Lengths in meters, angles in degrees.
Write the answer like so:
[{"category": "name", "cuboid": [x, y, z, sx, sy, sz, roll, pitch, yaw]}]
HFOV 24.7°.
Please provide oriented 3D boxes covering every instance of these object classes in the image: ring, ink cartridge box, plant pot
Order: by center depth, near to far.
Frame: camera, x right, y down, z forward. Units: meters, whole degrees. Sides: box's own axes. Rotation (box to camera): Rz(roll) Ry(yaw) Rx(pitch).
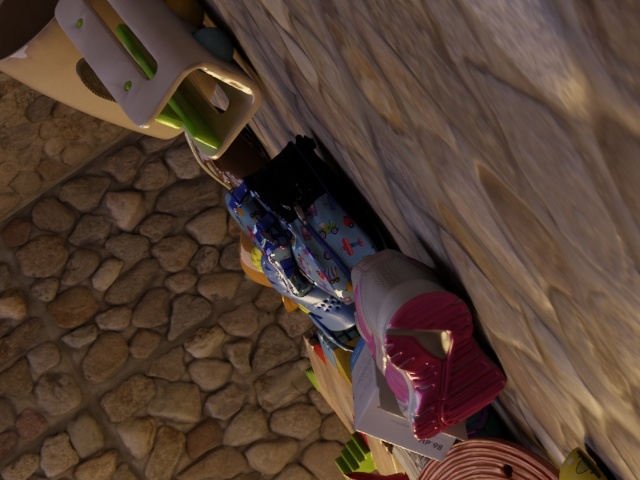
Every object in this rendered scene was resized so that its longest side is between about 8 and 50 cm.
[{"category": "ring", "cuboid": [0.204, 0.363, 1.496, 0.336, 0.032, 0.336, 21, 116, 50]}, {"category": "ink cartridge box", "cuboid": [0.091, 0.165, 1.540, 0.104, 0.060, 0.180, 22, -155, -11]}, {"category": "plant pot", "cuboid": [-0.286, -0.269, 2.045, 0.274, 0.256, 0.256, 39, -175, -30]}]

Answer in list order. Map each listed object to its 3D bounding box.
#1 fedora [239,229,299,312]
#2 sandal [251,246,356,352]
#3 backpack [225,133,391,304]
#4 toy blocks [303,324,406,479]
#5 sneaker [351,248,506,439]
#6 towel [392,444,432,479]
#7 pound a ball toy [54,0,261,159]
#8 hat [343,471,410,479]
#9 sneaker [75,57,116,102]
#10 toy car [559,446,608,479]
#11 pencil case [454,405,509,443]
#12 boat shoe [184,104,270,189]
[{"category": "fedora", "cuboid": [-0.065, 0.005, 2.028, 0.194, 0.079, 0.194, 0, -90, -76]}, {"category": "sandal", "cuboid": [0.016, 0.055, 1.882, 0.138, 0.126, 0.317, 50, -177, 28]}, {"category": "backpack", "cuboid": [0.000, 0.000, 1.542, 0.173, 0.117, 0.158, 50, 176, 23]}, {"category": "toy blocks", "cuboid": [0.081, 0.213, 2.197, 0.381, 0.191, 0.261, 50, 162, 44]}, {"category": "sneaker", "cuboid": [0.095, 0.090, 1.347, 0.111, 0.103, 0.252, 57, 172, 38]}, {"category": "towel", "cuboid": [0.144, 0.305, 1.741, 0.324, 0.056, 0.312, 63, 178, 20]}, {"category": "pound a ball toy", "cuboid": [-0.172, -0.236, 1.767, 0.208, 0.136, 0.319, 22, -158, -45]}, {"category": "hat", "cuboid": [0.182, 0.368, 1.946, 0.208, 0.183, 0.173, 51, 175, 48]}, {"category": "sneaker", "cuboid": [-0.252, -0.197, 1.812, 0.118, 0.042, 0.067, 29, -166, -22]}, {"category": "toy car", "cuboid": [0.245, 0.267, 1.263, 0.239, 0.053, 0.225, 56, 176, -10]}, {"category": "pencil case", "cuboid": [0.192, 0.248, 1.675, 0.151, 0.064, 0.070, 57, -166, -31]}, {"category": "boat shoe", "cuboid": [-0.110, -0.109, 2.271, 0.257, 0.095, 0.095, 50, 165, -23]}]
